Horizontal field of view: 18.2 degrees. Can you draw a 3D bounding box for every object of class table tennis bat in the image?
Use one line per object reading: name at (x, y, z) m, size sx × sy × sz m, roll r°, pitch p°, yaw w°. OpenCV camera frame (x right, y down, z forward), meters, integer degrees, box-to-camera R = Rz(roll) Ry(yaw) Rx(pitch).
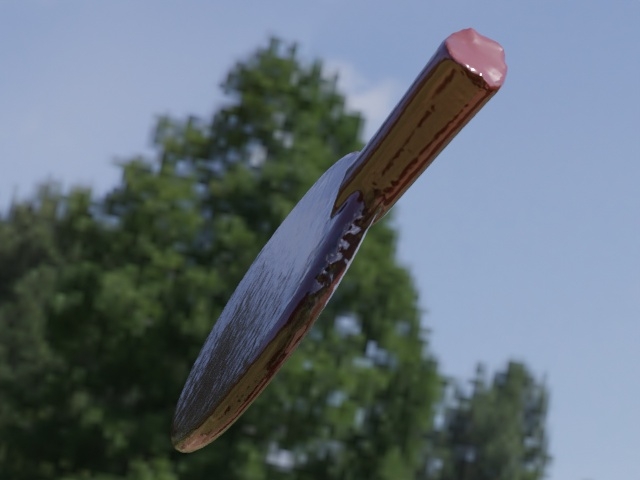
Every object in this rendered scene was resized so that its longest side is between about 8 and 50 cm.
table tennis bat at (0.000, 0.000, 0.557) m, size 0.019 × 0.098 × 0.155 m, roll 34°, pitch -56°, yaw -10°
